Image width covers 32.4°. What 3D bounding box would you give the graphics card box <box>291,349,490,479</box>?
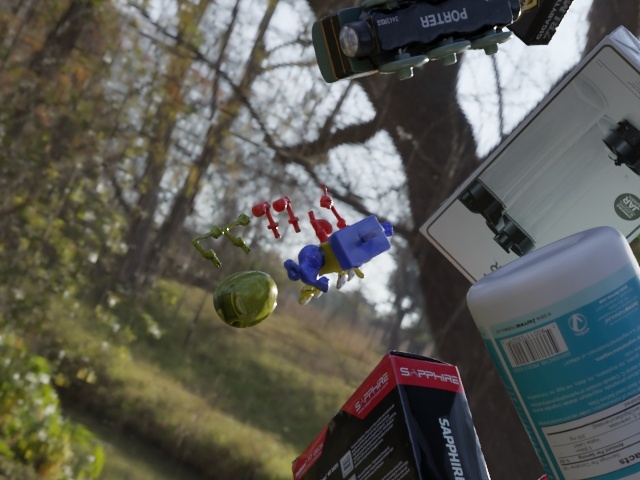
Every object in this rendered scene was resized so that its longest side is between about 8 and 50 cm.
[{"bbox_3d":[0.084,0.326,1.076,0.094,0.371,0.233,14,-47,-27],"label":"graphics card box"}]

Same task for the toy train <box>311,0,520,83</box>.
[{"bbox_3d":[0.147,-0.327,1.697,0.334,0.142,0.190,-19,8,-31],"label":"toy train"}]

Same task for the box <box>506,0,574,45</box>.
[{"bbox_3d":[0.367,-0.553,1.989,0.073,0.296,0.293,-11,49,-41],"label":"box"}]

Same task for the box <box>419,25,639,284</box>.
[{"bbox_3d":[0.262,-0.057,1.145,0.169,0.290,0.087,46,30,4],"label":"box"}]

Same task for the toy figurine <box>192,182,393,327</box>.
[{"bbox_3d":[0.000,0.000,1.816,0.217,0.191,0.362,-20,1,45],"label":"toy figurine"}]

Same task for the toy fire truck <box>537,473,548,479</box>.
[{"bbox_3d":[0.288,0.298,1.339,0.217,0.246,0.158,8,46,-48],"label":"toy fire truck"}]

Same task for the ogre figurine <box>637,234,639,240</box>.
[{"bbox_3d":[0.466,-0.074,1.514,0.118,0.097,0.197,3,-39,-25],"label":"ogre figurine"}]

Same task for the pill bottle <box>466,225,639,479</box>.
[{"bbox_3d":[0.240,0.132,0.940,0.264,0.146,0.146,65,-11,-1],"label":"pill bottle"}]
